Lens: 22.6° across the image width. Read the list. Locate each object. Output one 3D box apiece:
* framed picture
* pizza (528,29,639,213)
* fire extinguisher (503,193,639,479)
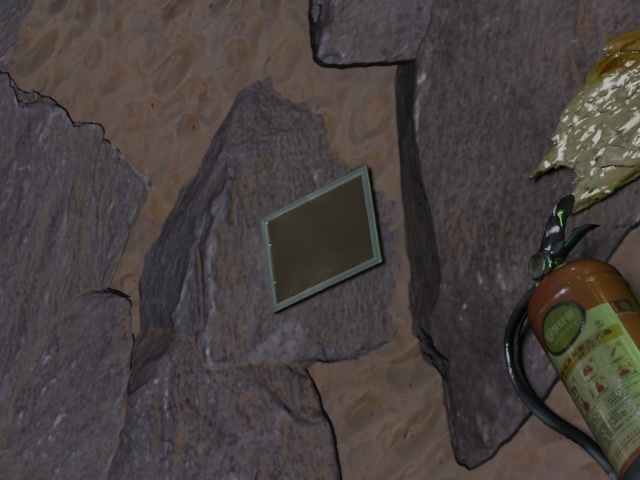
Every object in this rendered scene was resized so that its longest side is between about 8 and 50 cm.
[{"bbox_3d":[0.000,0.000,2.064,0.183,0.011,0.142,-26,57,31],"label":"framed picture"},{"bbox_3d":[0.337,-0.139,1.814,0.262,0.034,0.181,-38,52,23],"label":"pizza"},{"bbox_3d":[0.284,0.146,1.687,0.200,0.113,0.376,-41,51,22],"label":"fire extinguisher"}]
